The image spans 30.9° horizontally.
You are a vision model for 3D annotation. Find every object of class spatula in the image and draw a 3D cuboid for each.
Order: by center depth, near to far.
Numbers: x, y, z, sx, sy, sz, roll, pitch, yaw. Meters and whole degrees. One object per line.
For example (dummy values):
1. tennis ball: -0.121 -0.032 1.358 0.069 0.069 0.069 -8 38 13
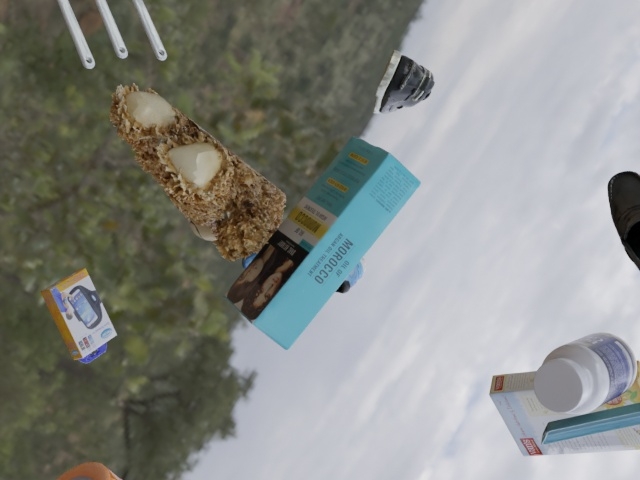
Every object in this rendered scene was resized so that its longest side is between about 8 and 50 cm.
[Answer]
1. spatula: -0.303 -0.346 1.578 0.168 0.242 0.019 -14 163 -43

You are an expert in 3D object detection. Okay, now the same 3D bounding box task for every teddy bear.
1. teddy bear: -0.145 -0.069 1.366 0.113 0.245 0.338 -49 177 1

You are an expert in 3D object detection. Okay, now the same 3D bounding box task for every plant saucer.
1. plant saucer: 0.406 0.254 1.635 0.067 0.192 0.018 86 -8 -63

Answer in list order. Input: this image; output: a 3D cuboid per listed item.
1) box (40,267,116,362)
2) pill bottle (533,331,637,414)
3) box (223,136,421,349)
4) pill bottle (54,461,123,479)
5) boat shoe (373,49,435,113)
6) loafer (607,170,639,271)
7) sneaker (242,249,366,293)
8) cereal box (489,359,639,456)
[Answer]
1. box: -0.372 0.121 1.802 0.028 0.136 0.081 -16 -166 40
2. pill bottle: 0.350 0.179 1.542 0.169 0.094 0.094 -8 138 -55
3. box: 0.000 0.000 1.322 0.244 0.060 0.100 -51 -151 -3
4. pill bottle: -0.120 0.276 0.896 0.130 0.245 0.130 -29 -150 18
5. boat shoe: 0.125 -0.225 1.746 0.233 0.079 0.084 119 -10 -88
6. loafer: 0.421 -0.013 1.484 0.076 0.078 0.223 -27 -133 16
7. sneaker: -0.027 0.035 1.493 0.073 0.162 0.063 -65 155 -52
8. cereal box: 0.409 0.270 1.837 0.240 0.173 0.047 -9 -139 28
